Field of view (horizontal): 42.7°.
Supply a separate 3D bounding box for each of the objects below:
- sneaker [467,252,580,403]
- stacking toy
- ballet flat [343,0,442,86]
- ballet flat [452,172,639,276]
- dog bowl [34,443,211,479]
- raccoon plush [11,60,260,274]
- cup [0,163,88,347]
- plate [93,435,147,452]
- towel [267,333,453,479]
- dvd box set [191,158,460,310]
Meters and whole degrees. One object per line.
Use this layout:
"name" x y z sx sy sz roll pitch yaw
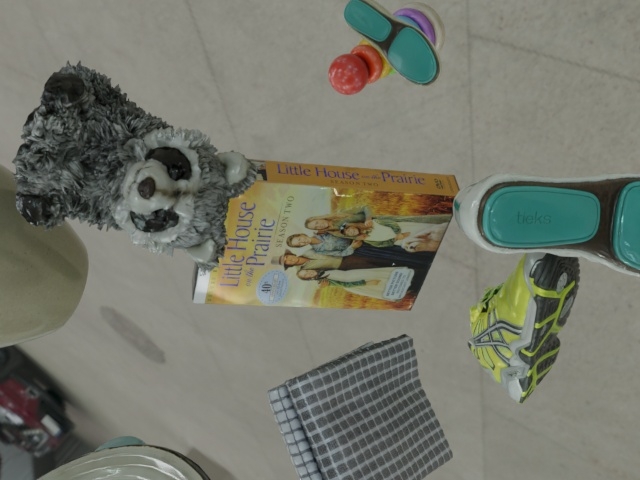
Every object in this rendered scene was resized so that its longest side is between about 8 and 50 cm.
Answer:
"sneaker" 0.305 0.124 1.306 0.147 0.145 0.385 34 149 26
"stacking toy" 0.138 -0.419 1.853 0.141 0.330 0.141 30 140 29
"ballet flat" 0.144 -0.364 1.498 0.248 0.086 0.086 49 159 23
"ballet flat" 0.357 -0.031 1.091 0.400 0.139 0.139 6 161 -18
"dog bowl" -0.211 0.387 0.703 0.408 0.408 0.150 7 140 48
"raccoon plush" -0.232 -0.127 1.188 0.299 0.446 0.216 19 115 -3
"cup" -0.525 0.041 1.332 0.237 0.331 0.331 23 170 -41
"plate" -0.374 0.426 1.434 0.188 0.188 0.024 14 154 42
"towel" 0.075 0.289 1.294 0.121 0.283 0.235 -34 78 42
"dvd box set" 0.000 0.000 1.429 0.420 0.062 0.308 4 134 -15
